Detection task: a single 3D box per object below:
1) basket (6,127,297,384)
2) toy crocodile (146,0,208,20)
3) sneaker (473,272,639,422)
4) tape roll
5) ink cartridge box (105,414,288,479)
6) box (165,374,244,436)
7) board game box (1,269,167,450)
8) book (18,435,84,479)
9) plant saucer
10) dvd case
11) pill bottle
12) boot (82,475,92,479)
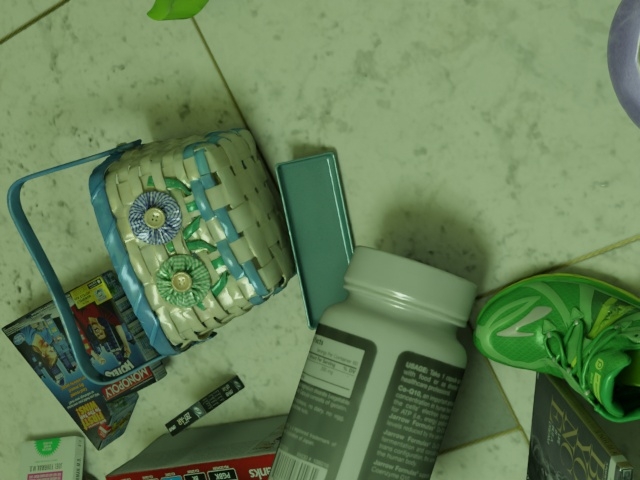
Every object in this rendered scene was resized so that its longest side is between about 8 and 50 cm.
[{"bbox_3d":[-0.189,0.005,1.758,0.289,0.201,0.254,-22,97,26],"label":"basket"},{"bbox_3d":[-0.226,-0.383,1.686,0.340,0.115,0.105,50,126,5],"label":"toy crocodile"},{"bbox_3d":[0.280,0.107,1.555,0.296,0.123,0.109,9,113,30],"label":"sneaker"},{"bbox_3d":[0.360,-0.172,1.426,0.189,0.080,0.189,12,114,29],"label":"tape roll"},{"bbox_3d":[-0.059,0.356,1.858,0.309,0.130,0.271,-13,101,34],"label":"ink cartridge box"},{"bbox_3d":[-0.137,0.195,1.872,0.067,0.083,0.018,-37,86,35],"label":"box"},{"bbox_3d":[-0.272,0.151,1.955,0.194,0.060,0.194,-26,95,36],"label":"board game box"},{"bbox_3d":[-0.349,0.330,2.049,0.096,0.035,0.144,-11,69,34],"label":"book"},{"bbox_3d":[0.000,0.000,1.735,0.067,0.018,0.192,-13,105,-6],"label":"plant saucer"},{"bbox_3d":[0.255,0.245,1.594,0.018,0.221,0.164,-3,113,-14],"label":"dvd case"},{"bbox_3d":[0.057,0.160,1.635,0.161,0.161,0.283,17,87,26],"label":"pill bottle"},{"bbox_3d":[-0.308,0.422,2.051,0.082,0.106,0.219,-2,107,32],"label":"boot"}]
